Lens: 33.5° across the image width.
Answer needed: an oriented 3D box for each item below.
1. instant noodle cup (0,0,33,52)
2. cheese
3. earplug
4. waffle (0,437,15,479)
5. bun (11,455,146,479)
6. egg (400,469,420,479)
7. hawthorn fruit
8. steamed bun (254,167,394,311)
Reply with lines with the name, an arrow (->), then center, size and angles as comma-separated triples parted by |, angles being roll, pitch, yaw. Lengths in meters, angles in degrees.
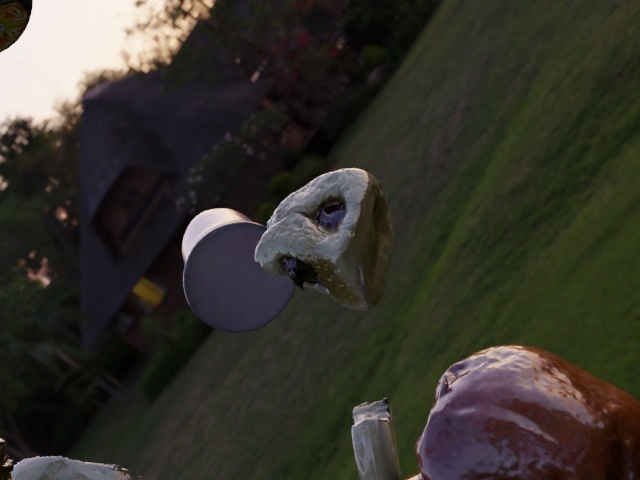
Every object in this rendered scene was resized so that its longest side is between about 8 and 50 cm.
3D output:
instant noodle cup -> -0.439, -0.340, 1.199 | 0.230, 0.230, 0.182 | -48, 39, 44
cheese -> 0.104, 0.400, 1.835 | 0.163, 0.070, 0.249 | 52, -152, -78
earplug -> -0.155, 0.024, 1.722 | 0.172, 0.172, 0.301 | -56, 19, 3
waffle -> -0.477, 0.351, 1.382 | 0.229, 0.051, 0.232 | -58, -35, -43
bun -> -0.351, 0.429, 1.574 | 0.287, 0.287, 0.146 | -46, 24, 52
egg -> 0.196, 0.404, 1.274 | 0.282, 0.351, 0.283 | 172, 90, -83
hawthorn fruit -> 0.159, 0.161, 0.795 | 0.179, 0.173, 0.173 | -22, 21, 20
steamed bun -> 0.000, 0.000, 1.320 | 0.141, 0.155, 0.172 | 69, -155, -43
